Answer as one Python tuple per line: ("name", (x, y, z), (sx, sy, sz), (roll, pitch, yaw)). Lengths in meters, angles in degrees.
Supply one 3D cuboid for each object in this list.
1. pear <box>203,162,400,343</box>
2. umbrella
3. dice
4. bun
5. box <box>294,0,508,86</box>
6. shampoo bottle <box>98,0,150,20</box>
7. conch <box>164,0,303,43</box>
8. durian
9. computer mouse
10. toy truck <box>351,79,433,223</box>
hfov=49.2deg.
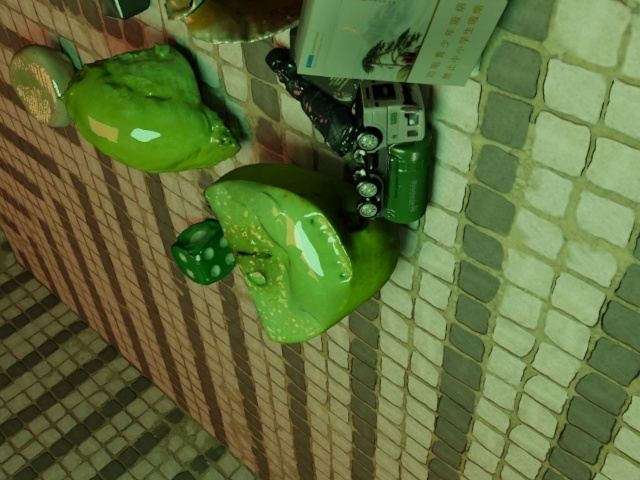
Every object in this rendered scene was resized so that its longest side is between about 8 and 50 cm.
("pear", (0.000, 0.000, 1.277), (0.318, 0.238, 0.342), (-6, 113, 41))
("umbrella", (-0.012, -0.241, 1.181), (0.224, 0.071, 0.080), (49, 135, 17))
("dice", (-0.289, 0.030, 1.767), (0.131, 0.128, 0.120), (14, 135, 44))
("bun", (-0.716, -0.417, 1.858), (0.231, 0.133, 0.231), (23, 135, 26))
("box", (0.093, -0.270, 0.867), (0.149, 0.233, 0.067), (109, 158, -53))
("shampoo bottle", (-0.415, -0.562, 1.361), (0.080, 0.079, 0.246), (22, 138, 38))
("conch", (-0.070, -0.430, 0.919), (0.297, 0.210, 0.352), (28, 114, 2))
("durian", (-0.349, -0.260, 1.437), (0.204, 0.340, 0.256), (156, 102, -78))
("computer mouse", (0.032, -0.274, 1.091), (0.192, 0.062, 0.106), (39, 148, -12))
("toy truck", (0.112, -0.129, 1.087), (0.125, 0.101, 0.242), (-3, 134, 2))
